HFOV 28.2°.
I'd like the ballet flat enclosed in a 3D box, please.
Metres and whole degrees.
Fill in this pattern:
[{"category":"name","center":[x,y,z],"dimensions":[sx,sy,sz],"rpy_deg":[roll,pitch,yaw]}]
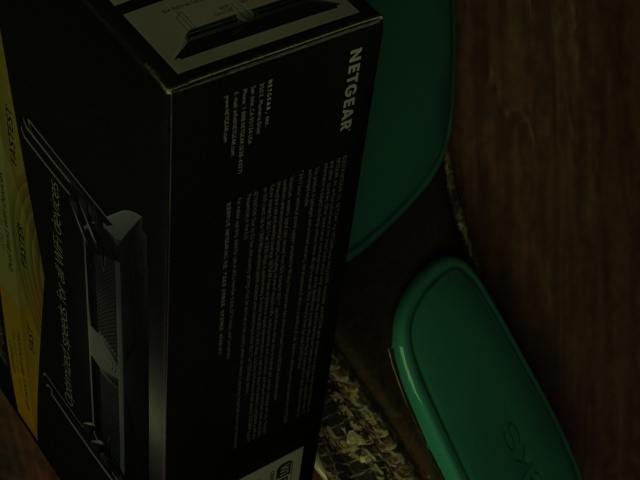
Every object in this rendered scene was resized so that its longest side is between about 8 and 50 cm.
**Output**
[{"category":"ballet flat","center":[0.000,0.000,0.628],"dimensions":[0.182,0.164,0.483],"rpy_deg":[3,122,37]}]

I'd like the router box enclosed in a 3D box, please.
[{"category":"router box","center":[-0.094,-0.020,0.531],"dimensions":[0.243,0.081,0.309],"rpy_deg":[47,147,32]}]
